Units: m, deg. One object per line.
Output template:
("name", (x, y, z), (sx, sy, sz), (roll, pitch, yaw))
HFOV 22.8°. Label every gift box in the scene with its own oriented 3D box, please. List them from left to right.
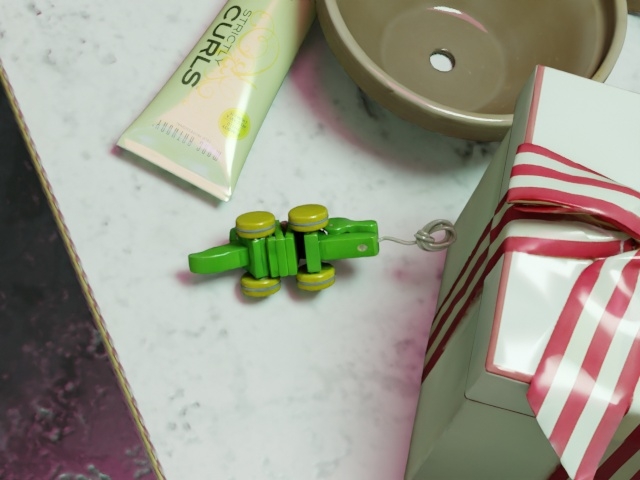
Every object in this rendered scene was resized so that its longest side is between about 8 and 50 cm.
("gift box", (0.209, 0.070, 1.030), (0.255, 0.258, 0.276), (11, 60, -6))

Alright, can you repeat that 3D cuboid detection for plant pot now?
("plant pot", (0.104, -0.164, 1.214), (0.237, 0.110, 0.237), (6, 61, -10))

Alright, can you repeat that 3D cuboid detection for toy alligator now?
("toy alligator", (0.000, 0.000, 1.132), (0.189, 0.056, 0.051), (-7, 21, -3))

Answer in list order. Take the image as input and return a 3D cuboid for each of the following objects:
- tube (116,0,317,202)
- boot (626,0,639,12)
("tube", (-0.054, -0.143, 1.200), (0.070, 0.062, 0.240), (8, 58, 39))
("boot", (0.236, -0.245, 1.325), (0.118, 0.042, 0.087), (23, 58, -1))
